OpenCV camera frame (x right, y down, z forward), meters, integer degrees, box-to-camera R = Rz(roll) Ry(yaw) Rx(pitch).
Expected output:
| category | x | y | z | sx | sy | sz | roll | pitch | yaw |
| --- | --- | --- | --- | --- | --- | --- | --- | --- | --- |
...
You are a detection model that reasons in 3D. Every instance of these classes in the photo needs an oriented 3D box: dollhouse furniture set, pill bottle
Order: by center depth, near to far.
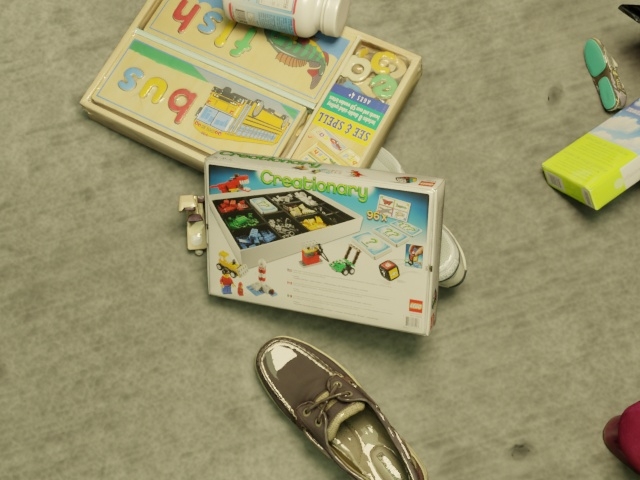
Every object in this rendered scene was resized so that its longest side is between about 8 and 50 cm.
| category | x | y | z | sx | sy | sz | roll | pitch | yaw |
| --- | --- | --- | --- | --- | --- | --- | --- | --- | --- |
| pill bottle | -0.045 | -0.325 | 1.239 | 0.160 | 0.087 | 0.087 | 16 | 75 | 12 |
| dollhouse furniture set | -0.132 | -0.023 | 1.250 | 0.114 | 0.091 | 0.081 | -4 | 90 | -4 |

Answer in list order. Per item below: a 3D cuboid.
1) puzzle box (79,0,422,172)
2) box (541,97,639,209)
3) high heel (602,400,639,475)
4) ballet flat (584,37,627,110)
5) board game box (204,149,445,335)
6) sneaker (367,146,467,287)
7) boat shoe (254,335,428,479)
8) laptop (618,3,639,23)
| category | x | y | z | sx | sy | sz | roll | pitch | yaw |
| --- | --- | --- | --- | --- | --- | --- | --- | --- | --- |
| puzzle box | -0.099 | -0.212 | 1.279 | 0.409 | 0.052 | 0.272 | 25 | 76 | 15 |
| box | 0.409 | -0.122 | 1.261 | 0.178 | 0.042 | 0.109 | -34 | 33 | -8 |
| high heel | 0.520 | 0.325 | 1.097 | 0.377 | 0.181 | 0.127 | 30 | 77 | 8 |
| ballet flat | 0.417 | -0.240 | 1.330 | 0.041 | 0.041 | 0.114 | -13 | 75 | -4 |
| board game box | 0.000 | 0.000 | 1.155 | 0.305 | 0.053 | 0.192 | 10 | 113 | 20 |
| sneaker | 0.106 | -0.030 | 1.245 | 0.094 | 0.091 | 0.258 | -35 | 56 | 6 |
| boat shoe | 0.028 | 0.226 | 1.168 | 0.103 | 0.092 | 0.285 | -41 | 79 | -10 |
| laptop | 0.541 | -0.202 | 1.265 | 0.234 | 0.136 | 0.264 | -10 | 47 | -39 |
